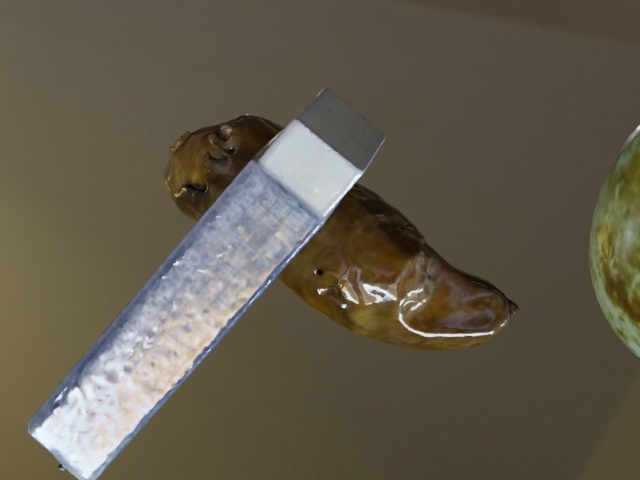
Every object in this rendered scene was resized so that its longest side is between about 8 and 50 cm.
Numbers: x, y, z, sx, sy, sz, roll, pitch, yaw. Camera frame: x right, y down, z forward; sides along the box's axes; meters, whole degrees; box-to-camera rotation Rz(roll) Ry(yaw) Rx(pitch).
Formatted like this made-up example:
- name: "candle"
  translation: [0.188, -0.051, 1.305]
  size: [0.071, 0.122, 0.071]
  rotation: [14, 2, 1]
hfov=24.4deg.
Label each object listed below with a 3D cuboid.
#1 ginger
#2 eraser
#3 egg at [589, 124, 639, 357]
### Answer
- name: "ginger"
  translation: [-0.006, -0.009, 1.130]
  size: [0.309, 0.133, 0.107]
  rotation: [33, -108, 30]
- name: "eraser"
  translation: [-0.056, 0.021, 0.731]
  size: [0.046, 0.212, 0.092]
  rotation: [41, -162, -3]
- name: "egg"
  translation: [0.367, -0.007, 1.355]
  size: [0.238, 0.289, 0.238]
  rotation: [-1, -153, 0]
